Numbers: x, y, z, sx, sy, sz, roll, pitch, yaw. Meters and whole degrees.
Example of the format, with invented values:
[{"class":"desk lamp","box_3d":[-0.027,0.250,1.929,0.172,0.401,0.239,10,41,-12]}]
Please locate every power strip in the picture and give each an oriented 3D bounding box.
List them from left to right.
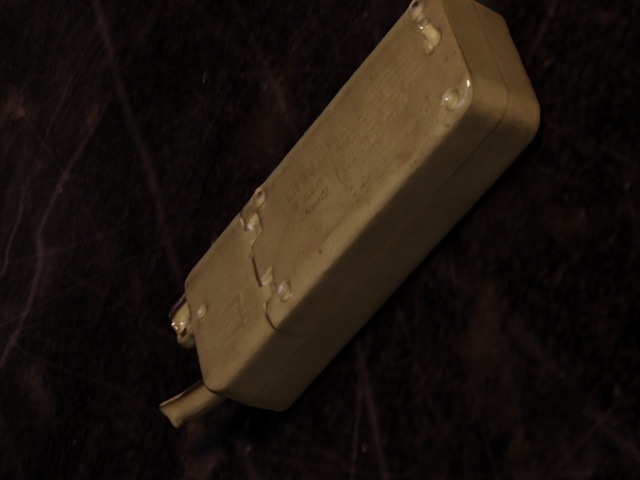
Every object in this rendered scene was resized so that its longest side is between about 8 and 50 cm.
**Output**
[{"class":"power strip","box_3d":[0.000,0.000,0.918,0.288,0.053,0.093,-49,39,32]}]
